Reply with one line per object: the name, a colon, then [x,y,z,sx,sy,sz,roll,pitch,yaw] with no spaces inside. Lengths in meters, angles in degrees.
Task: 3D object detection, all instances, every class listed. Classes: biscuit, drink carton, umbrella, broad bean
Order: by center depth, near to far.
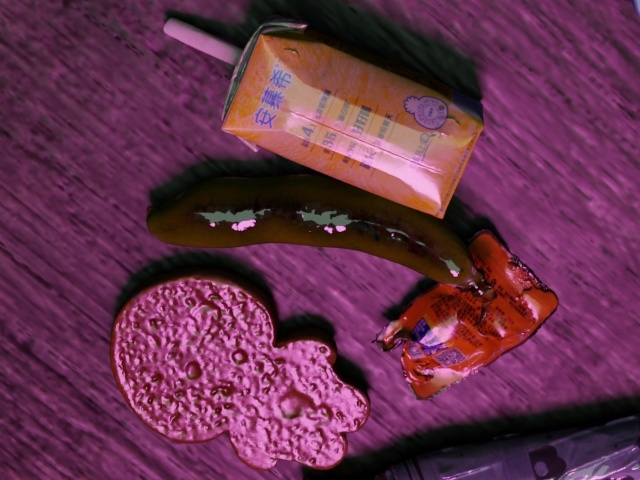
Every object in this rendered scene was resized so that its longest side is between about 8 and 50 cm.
drink carton: [-0.004,-0.086,1.123,0.200,0.074,0.084,21,110,-4]
broad bean: [0.002,-0.005,1.158,0.227,0.039,0.069,15,102,9]
umbrella: [0.107,0.158,1.208,0.250,0.053,0.052,-12,125,6]
biscuit: [-0.055,0.087,1.214,0.175,0.026,0.124,29,111,-5]

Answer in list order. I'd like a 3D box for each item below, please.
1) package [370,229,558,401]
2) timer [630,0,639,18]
package: [0.088,0.050,1.184,0.111,0.033,0.077,-38,93,11]
timer: [0.306,-0.212,1.044,0.232,0.091,0.250,14,107,1]
